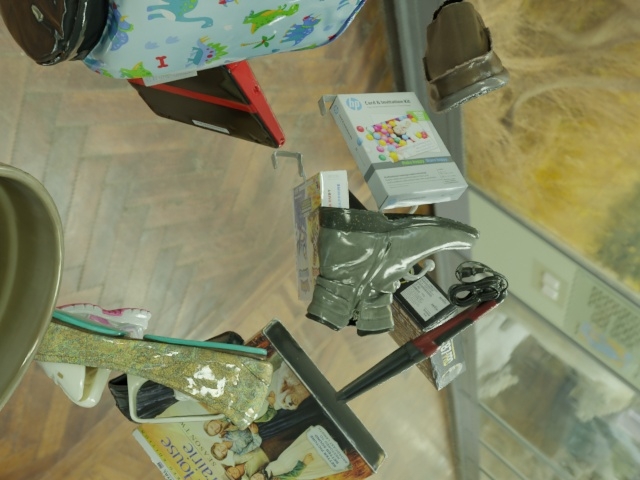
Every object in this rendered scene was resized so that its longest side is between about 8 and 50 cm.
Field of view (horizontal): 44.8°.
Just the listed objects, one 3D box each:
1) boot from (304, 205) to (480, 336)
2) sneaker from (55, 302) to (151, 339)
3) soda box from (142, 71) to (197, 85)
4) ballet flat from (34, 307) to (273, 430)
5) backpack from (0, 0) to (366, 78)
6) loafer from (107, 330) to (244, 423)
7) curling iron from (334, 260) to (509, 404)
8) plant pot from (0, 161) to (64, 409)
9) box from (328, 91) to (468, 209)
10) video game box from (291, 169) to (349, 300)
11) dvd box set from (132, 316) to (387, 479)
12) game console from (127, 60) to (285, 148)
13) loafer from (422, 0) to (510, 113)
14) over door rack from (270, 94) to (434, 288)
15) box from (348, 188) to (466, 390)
[{"bbox_3d":[0.093,0.043,1.021,0.246,0.083,0.161,4,93,-26],"label":"boot"},{"bbox_3d":[-0.426,0.177,1.432,0.252,0.103,0.111,10,75,-42],"label":"sneaker"},{"bbox_3d":[-0.273,-0.386,1.189,0.091,0.098,0.286,-13,136,3],"label":"soda box"},{"bbox_3d":[-0.233,0.154,0.927,0.123,0.348,0.123,11,90,-88],"label":"ballet flat"},{"bbox_3d":[-0.115,-0.301,0.783,0.355,0.273,0.290,-32,171,-35],"label":"backpack"},{"bbox_3d":[-0.200,0.177,1.052,0.223,0.078,0.076,-31,-162,25],"label":"loafer"},{"bbox_3d":[0.118,0.120,0.957,0.274,0.068,0.035,-43,-178,23],"label":"curling iron"},{"bbox_3d":[-0.453,0.035,0.727,0.323,0.280,0.323,22,90,-77],"label":"plant pot"},{"bbox_3d":[0.113,-0.136,1.137,0.145,0.186,0.038,-8,149,-30],"label":"box"},{"bbox_3d":[0.000,0.000,1.181,0.048,0.187,0.205,-5,177,-14],"label":"video game box"},{"bbox_3d":[-0.126,0.366,1.402,0.420,0.308,0.062,-39,179,33],"label":"dvd box set"},{"bbox_3d":[-0.283,-0.345,1.669,0.060,0.386,0.342,-62,151,-16],"label":"game console"},{"bbox_3d":[0.216,-0.316,1.276,0.133,0.130,0.366,-23,-158,15],"label":"loafer"},{"bbox_3d":[0.059,-0.060,1.300,0.108,0.324,0.239,-19,169,-30],"label":"over door rack"},{"bbox_3d":[0.152,0.107,1.692,0.097,0.395,0.318,-34,146,-11],"label":"box"}]
